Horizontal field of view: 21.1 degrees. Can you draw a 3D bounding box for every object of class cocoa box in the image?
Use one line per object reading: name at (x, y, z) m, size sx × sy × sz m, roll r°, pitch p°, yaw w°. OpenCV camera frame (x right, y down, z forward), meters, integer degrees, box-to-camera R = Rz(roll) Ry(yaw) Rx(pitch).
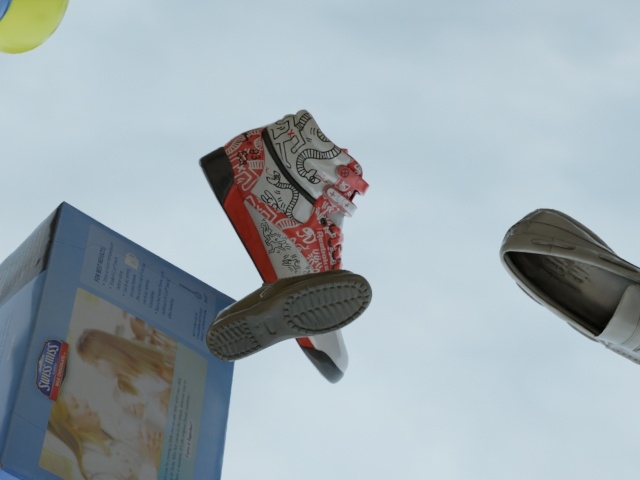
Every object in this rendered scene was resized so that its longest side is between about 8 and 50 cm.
cocoa box at (-0.240, 0.185, 1.651) m, size 0.231 × 0.228 × 0.347 m, roll 32°, pitch -143°, yaw -23°

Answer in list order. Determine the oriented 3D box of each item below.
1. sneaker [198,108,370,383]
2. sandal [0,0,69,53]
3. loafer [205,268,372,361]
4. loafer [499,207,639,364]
sneaker at (0.000, -0.001, 1.743) m, size 0.145 × 0.270 × 0.090 m, roll -29°, pitch 175°, yaw -3°
sandal at (-0.290, -0.213, 0.977) m, size 0.317 × 0.126 × 0.138 m, roll 31°, pitch -157°, yaw 22°
loafer at (-0.029, 0.055, 1.469) m, size 0.148 × 0.056 × 0.050 m, roll -17°, pitch -149°, yaw 1°
loafer at (0.330, 0.081, 1.830) m, size 0.319 × 0.112 × 0.111 m, roll 31°, pitch -149°, yaw 15°
